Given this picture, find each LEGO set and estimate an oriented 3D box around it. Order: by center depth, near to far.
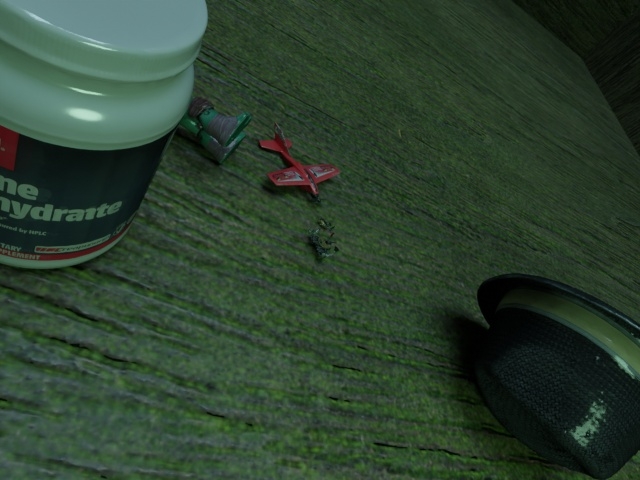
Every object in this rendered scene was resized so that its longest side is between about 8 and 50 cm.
[{"bbox_3d":[0.002,0.001,0.682,0.054,0.023,0.083,45,29,-4],"label":"LEGO set"}]

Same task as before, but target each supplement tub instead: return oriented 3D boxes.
[{"bbox_3d":[-0.224,-0.115,0.399,0.191,0.272,0.191,21,48,-25],"label":"supplement tub"}]

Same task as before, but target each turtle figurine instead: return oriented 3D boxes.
[{"bbox_3d":[-0.202,-0.205,0.610,0.234,0.118,0.175,41,2,-8],"label":"turtle figurine"}]

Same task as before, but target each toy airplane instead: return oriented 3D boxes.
[{"bbox_3d":[-0.041,-0.117,0.728,0.151,0.028,0.151,22,46,-25],"label":"toy airplane"}]

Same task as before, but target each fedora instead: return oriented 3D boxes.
[{"bbox_3d":[0.329,0.205,0.648,0.334,0.334,0.152,45,73,-1],"label":"fedora"}]
